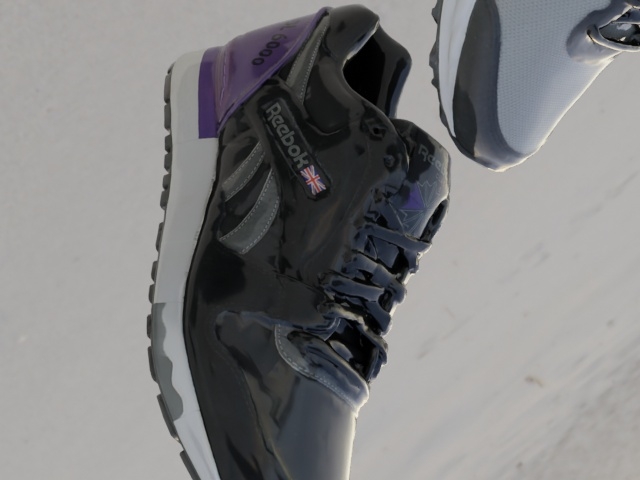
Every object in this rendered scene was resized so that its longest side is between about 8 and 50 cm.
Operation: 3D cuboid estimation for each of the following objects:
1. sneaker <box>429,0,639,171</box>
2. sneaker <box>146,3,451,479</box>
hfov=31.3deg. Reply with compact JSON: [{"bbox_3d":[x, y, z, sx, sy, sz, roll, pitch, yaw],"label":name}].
[{"bbox_3d":[0.138,-0.130,0.430,0.100,0.108,0.271,-4,136,-52],"label":"sneaker"},{"bbox_3d":[0.000,0.000,0.515,0.124,0.283,0.107,-21,144,20],"label":"sneaker"}]
